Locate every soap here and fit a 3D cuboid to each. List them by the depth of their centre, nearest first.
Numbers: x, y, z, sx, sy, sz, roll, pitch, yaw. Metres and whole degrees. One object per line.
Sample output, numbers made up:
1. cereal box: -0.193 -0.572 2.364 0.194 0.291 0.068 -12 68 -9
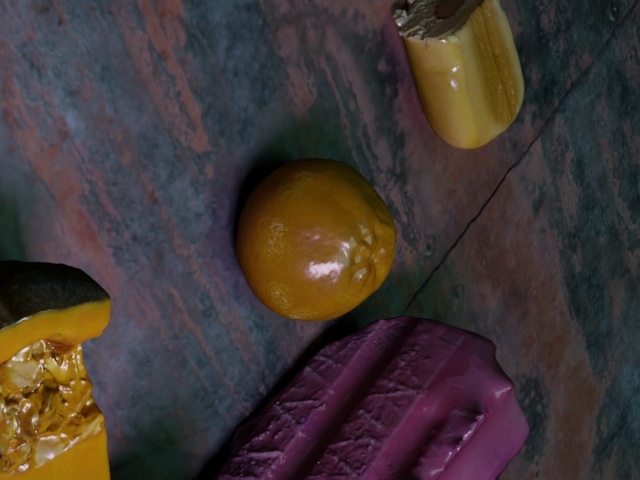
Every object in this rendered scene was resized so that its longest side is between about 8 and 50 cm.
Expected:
1. soap: 0.051 0.207 1.439 0.325 0.220 0.127 -48 143 -33

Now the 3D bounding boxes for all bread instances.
1. bread: 0.147 -0.187 1.537 0.134 0.085 0.173 -48 133 -36

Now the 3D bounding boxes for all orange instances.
1. orange: 0.000 0.000 1.368 0.159 0.136 0.159 -18 114 -45

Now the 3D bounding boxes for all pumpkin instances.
1. pumpkin: -0.237 0.111 1.127 0.131 0.126 0.248 -24 136 -40
